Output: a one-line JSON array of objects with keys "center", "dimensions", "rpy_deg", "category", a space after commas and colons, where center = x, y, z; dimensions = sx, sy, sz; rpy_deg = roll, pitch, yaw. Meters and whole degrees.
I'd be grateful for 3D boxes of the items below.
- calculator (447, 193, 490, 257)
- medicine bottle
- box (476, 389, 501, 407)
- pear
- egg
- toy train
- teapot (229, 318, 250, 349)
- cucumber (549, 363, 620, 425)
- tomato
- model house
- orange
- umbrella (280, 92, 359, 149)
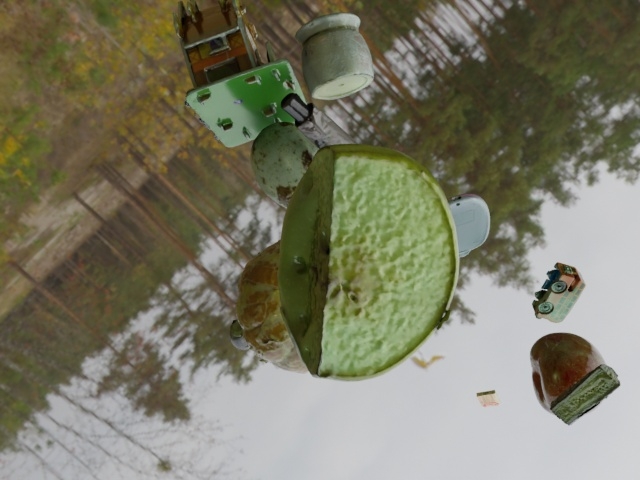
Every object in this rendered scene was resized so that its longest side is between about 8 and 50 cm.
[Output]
[{"center": [0.371, -0.026, 1.954], "dimensions": [0.185, 0.041, 0.299], "rpy_deg": [-16, 145, -1], "category": "calculator"}, {"center": [0.029, -0.383, 1.498], "dimensions": [0.147, 0.143, 0.147], "rpy_deg": [-15, 174, -2], "category": "medicine bottle"}, {"center": [0.513, 0.483, 2.193], "dimensions": [0.058, 0.093, 0.015], "rpy_deg": [-14, -129, 16], "category": "box"}, {"center": [0.060, 0.023, 1.143], "dimensions": [0.318, 0.238, 0.343], "rpy_deg": [-155, -110, -73], "category": "pear"}, {"center": [-0.070, -0.167, 1.655], "dimensions": [0.169, 0.231, 0.169], "rpy_deg": [-19, 154, -10], "category": "egg"}, {"center": [0.688, 0.155, 2.085], "dimensions": [0.072, 0.099, 0.188], "rpy_deg": [-92, -162, -56], "category": "toy train"}, {"center": [-0.223, 0.281, 2.174], "dimensions": [0.091, 0.124, 0.092], "rpy_deg": [66, 43, -61], "category": "teapot"}, {"center": [0.696, 0.397, 1.882], "dimensions": [0.062, 0.078, 0.211], "rpy_deg": [-36, 163, -51], "category": "cucumber"}, {"center": [0.787, 0.419, 2.261], "dimensions": [0.222, 0.270, 0.270], "rpy_deg": [-5, -168, 1], "category": "tomato"}, {"center": [-0.184, -0.424, 1.656], "dimensions": [0.242, 0.313, 0.358], "rpy_deg": [-17, 166, 7], "category": "model house"}, {"center": [-0.042, 0.153, 1.715], "dimensions": [0.329, 0.329, 0.249], "rpy_deg": [-49, -167, -25], "category": "orange"}, {"center": [0.046, -0.199, 1.567], "dimensions": [0.067, 0.337, 0.073], "rpy_deg": [-46, -156, 10], "category": "umbrella"}]
